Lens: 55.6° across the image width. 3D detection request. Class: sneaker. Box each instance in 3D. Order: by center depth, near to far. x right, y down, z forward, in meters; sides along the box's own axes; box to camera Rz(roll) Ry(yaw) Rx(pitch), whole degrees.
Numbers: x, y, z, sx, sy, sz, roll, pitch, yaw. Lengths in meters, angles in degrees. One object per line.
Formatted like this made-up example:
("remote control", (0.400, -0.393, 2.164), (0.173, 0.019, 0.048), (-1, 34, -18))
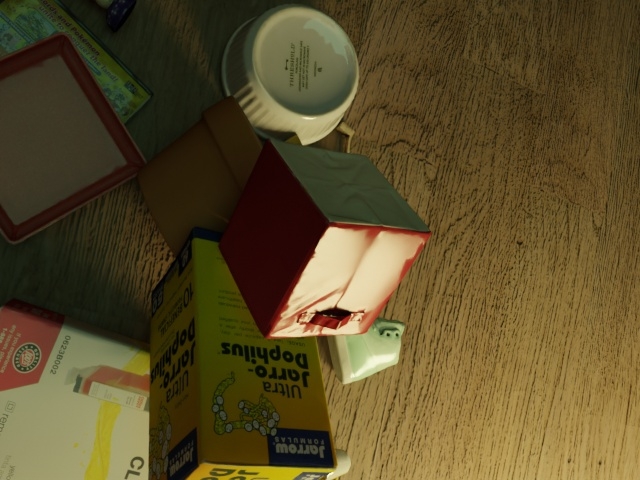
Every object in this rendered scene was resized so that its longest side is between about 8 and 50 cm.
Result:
("sneaker", (0.085, 0.146, 1.216), (0.151, 0.094, 0.256), (-13, 101, -17))

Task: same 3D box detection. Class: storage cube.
("storage cube", (0.000, 0.000, 0.839), (0.183, 0.215, 0.193), (4, 127, -37))

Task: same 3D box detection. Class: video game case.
("video game case", (-0.470, -0.264, 1.030), (0.275, 0.035, 0.248), (45, 72, -22))

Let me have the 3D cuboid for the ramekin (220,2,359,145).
("ramekin", (-0.048, -0.326, 1.176), (0.273, 0.127, 0.273), (2, 86, -23))

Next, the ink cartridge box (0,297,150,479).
("ink cartridge box", (-0.369, 0.290, 0.984), (0.384, 0.160, 0.279), (23, 79, -20))

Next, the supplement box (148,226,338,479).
("supplement box", (-0.130, 0.189, 0.893), (0.195, 0.194, 0.356), (14, 46, -30))

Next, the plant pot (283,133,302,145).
("plant pot", (-0.061, -0.141, 1.178), (0.083, 0.081, 0.081), (-26, 75, -1))

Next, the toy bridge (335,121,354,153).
("toy bridge", (0.018, -0.151, 1.246), (0.063, 0.026, 0.188), (36, 75, -18))

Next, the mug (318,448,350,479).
("mug", (0.021, 0.443, 1.199), (0.064, 0.078, 0.062), (-2, 54, -31))

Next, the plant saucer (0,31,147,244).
("plant saucer", (-0.461, -0.167, 0.991), (0.258, 0.048, 0.259), (-35, 106, -22))

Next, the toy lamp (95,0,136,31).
("toy lamp", (-0.456, -0.476, 1.047), (0.274, 0.080, 0.080), (37, 74, -19))

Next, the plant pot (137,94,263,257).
("plant pot", (-0.176, -0.073, 1.040), (0.203, 0.291, 0.291), (-27, 97, -6))
